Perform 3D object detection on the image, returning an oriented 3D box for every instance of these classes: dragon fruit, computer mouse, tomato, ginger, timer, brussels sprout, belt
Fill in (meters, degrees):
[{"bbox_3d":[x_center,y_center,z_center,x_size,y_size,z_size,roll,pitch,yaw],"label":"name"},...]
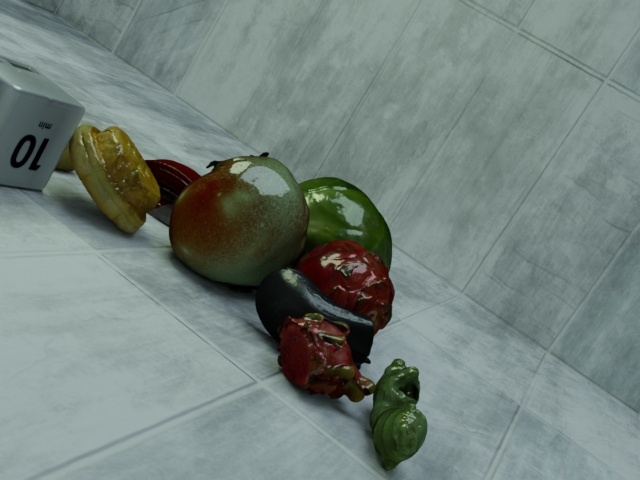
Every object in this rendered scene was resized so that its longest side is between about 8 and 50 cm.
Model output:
[{"bbox_3d":[0.042,0.116,1.663,0.241,0.241,0.252,24,38,-34],"label":"dragon fruit"},{"bbox_3d":[-0.015,0.166,1.515,0.264,0.147,0.088,31,13,2],"label":"computer mouse"},{"bbox_3d":[-0.162,-0.028,1.693,0.239,0.303,0.303,56,20,23],"label":"tomato"},{"bbox_3d":[0.134,0.295,1.385,0.089,0.137,0.290,38,18,-5],"label":"ginger"},{"bbox_3d":[-0.606,-0.231,1.509,0.194,0.195,0.192,36,12,22],"label":"timer"},{"bbox_3d":[0.000,-0.006,1.930,0.354,0.282,0.289,7,-25,34],"label":"brussels sprout"},{"bbox_3d":[0.009,0.217,1.413,0.207,0.150,0.133,36,-32,-5],"label":"dragon fruit"},{"bbox_3d":[-0.347,-0.115,1.877,0.200,0.128,0.124,32,12,6],"label":"belt"}]

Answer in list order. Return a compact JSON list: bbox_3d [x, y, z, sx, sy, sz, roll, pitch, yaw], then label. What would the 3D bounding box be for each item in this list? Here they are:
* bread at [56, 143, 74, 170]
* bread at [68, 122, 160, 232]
[{"bbox_3d":[-0.622,-0.245,1.784,0.217,0.098,0.147,37,16,29],"label":"bread"},{"bbox_3d":[-0.420,-0.133,1.622,0.236,0.120,0.198,60,1,-25],"label":"bread"}]
